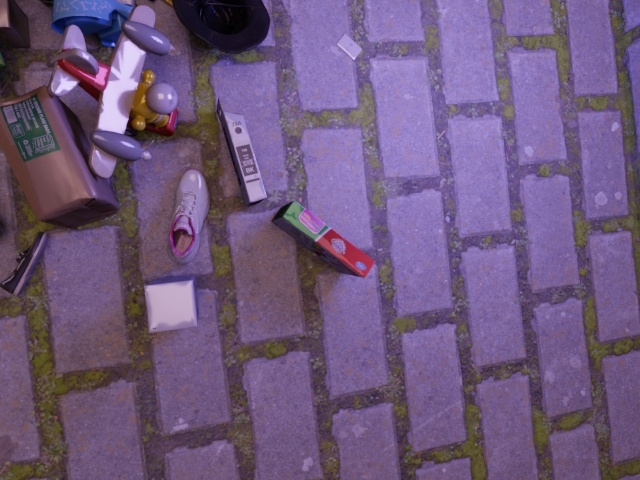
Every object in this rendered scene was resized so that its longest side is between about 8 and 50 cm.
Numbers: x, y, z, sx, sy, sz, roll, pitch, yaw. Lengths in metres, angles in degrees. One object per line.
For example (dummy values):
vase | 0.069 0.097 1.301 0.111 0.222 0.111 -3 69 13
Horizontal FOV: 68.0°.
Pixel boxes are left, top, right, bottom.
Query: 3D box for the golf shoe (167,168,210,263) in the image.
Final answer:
golf shoe | -0.412 -0.079 1.489 0.115 0.140 0.307 7 86 -12

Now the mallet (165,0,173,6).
mallet | -0.481 -0.756 1.535 0.189 0.039 0.062 39 80 -14

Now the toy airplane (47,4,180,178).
toy airplane | -0.528 -0.413 1.305 0.272 0.384 0.387 9 125 17

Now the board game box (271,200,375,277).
board game box | 0.000 0.000 1.536 0.316 0.242 0.064 37 81 -12

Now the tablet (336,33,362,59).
tablet | 0.103 -0.690 1.689 0.083 0.006 0.054 39 81 -11

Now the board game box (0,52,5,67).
board game box | -1.006 -0.587 1.275 0.213 0.046 0.318 -20 92 9

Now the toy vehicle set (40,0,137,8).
toy vehicle set | -0.693 -0.717 1.411 0.266 0.166 0.035 0 103 -13

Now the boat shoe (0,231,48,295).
boat shoe | -0.879 0.061 1.406 0.064 0.075 0.206 27 88 -15

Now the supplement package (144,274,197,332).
supplement package | -0.440 0.184 1.424 0.133 0.244 0.139 -6 91 -14

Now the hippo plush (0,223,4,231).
hippo plush | -1.024 -0.041 1.289 0.236 0.234 0.295 -16 93 -13

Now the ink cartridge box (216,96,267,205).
ink cartridge box | -0.254 -0.280 1.516 0.065 0.165 0.333 -18 95 -13

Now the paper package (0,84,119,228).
paper package | -0.729 -0.214 1.325 0.168 0.309 0.325 -24 93 -13

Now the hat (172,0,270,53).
hat | -0.327 -0.711 1.515 0.330 0.134 0.332 8 69 -22

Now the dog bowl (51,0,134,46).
dog bowl | -0.629 -0.636 1.373 0.165 0.297 0.074 -4 96 27

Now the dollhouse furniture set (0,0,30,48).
dollhouse furniture set | -0.987 -0.625 1.342 0.241 0.161 0.213 -5 91 -14
